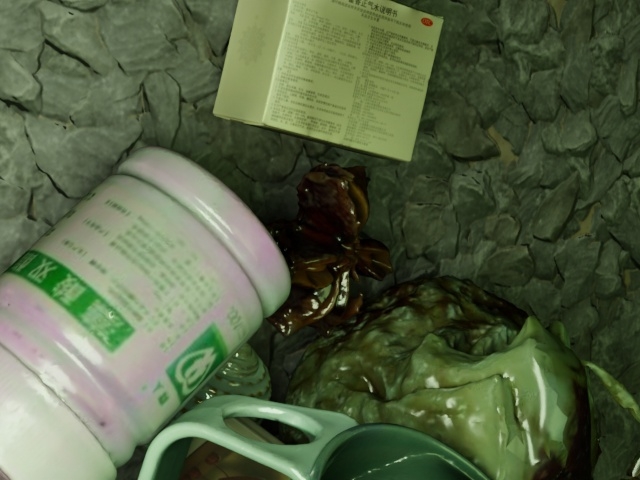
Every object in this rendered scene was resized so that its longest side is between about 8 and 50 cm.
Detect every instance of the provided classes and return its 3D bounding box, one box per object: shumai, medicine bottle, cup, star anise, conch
[{"bbox_3d":[0.175,0.196,1.574,0.395,0.348,0.395,6,74,-22],"label":"shumai"},{"bbox_3d":[-0.205,0.088,1.378,0.325,0.212,0.212,-46,124,-20],"label":"medicine bottle"},{"bbox_3d":[-0.008,0.355,1.381,0.310,0.401,0.392,10,136,-46],"label":"cup"},{"bbox_3d":[0.000,0.000,1.572,0.190,0.126,0.220,-37,144,-26],"label":"star anise"},{"bbox_3d":[-0.121,0.169,1.537,0.135,0.102,0.153,24,86,-24],"label":"conch"}]

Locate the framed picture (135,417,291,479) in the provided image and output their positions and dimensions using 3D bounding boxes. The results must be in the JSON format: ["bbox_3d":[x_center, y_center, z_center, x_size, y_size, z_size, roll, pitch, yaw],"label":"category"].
[{"bbox_3d":[-0.046,0.302,1.519,0.289,0.211,0.020,38,36,-15],"label":"framed picture"}]

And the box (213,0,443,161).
[{"bbox_3d":[0.011,-0.186,1.556,0.212,0.095,0.168,12,95,-40],"label":"box"}]
